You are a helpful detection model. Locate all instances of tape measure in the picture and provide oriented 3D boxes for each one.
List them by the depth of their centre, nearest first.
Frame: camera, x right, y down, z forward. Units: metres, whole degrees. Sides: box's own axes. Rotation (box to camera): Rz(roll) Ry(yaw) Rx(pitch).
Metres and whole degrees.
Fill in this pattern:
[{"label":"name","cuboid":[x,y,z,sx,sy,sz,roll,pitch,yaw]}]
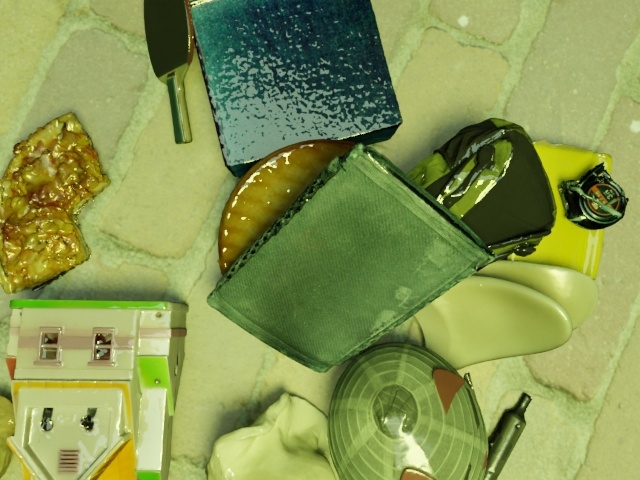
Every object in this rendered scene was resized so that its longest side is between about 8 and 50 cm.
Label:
[{"label":"tape measure","cuboid":[0.423,-0.063,0.784,0.091,0.054,0.094,-26,82,-4]}]

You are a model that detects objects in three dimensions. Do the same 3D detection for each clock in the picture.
[{"label":"clock","cuboid":[-0.333,0.244,0.751,0.235,0.166,0.309,1,79,-2]}]

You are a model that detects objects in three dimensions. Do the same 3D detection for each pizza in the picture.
[{"label":"pizza","cuboid":[-0.436,-0.058,0.801,0.161,0.085,0.305,17,88,-2]}]

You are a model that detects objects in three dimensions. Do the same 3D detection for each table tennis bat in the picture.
[{"label":"table tennis bat","cuboid":[-0.238,-0.293,0.807,0.021,0.154,0.274,-13,100,-40]}]

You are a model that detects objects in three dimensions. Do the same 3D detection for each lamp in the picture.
[{"label":"lamp","cuboid":[0.120,0.275,0.721,0.233,0.233,0.265,10,62,-2]}]

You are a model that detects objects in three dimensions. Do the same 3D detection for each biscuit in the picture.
[{"label":"biscuit","cuboid":[0.000,0.000,0.785,0.318,0.040,0.318,-5,109,-15]}]

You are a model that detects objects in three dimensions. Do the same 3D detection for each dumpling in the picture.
[{"label":"dumpling","cuboid":[-0.046,0.396,0.777,0.243,0.187,0.318,-31,98,-43]}]

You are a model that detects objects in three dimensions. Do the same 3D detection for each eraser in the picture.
[{"label":"eraser","cuboid":[0.389,-0.047,0.843,0.158,0.069,0.226,8,87,1]}]

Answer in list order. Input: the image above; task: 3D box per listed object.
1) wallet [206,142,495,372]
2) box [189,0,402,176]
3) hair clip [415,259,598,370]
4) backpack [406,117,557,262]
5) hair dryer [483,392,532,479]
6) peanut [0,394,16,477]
[{"label":"wallet","cuboid":[0.026,0.042,0.691,0.237,0.075,0.342,34,125,-19]},{"label":"box","cuboid":[-0.042,-0.265,0.812,0.279,0.116,0.261,-14,90,-3]},{"label":"hair clip","cuboid":[0.277,0.114,0.794,0.282,0.113,0.172,-14,103,34]},{"label":"backpack","cuboid":[0.212,-0.042,0.738,0.253,0.140,0.207,-34,115,5]},{"label":"hair dryer","cuboid":[0.260,0.345,0.825,0.195,0.078,0.248,34,76,1]},{"label":"peanut","cuboid":[-0.571,0.357,0.756,0.136,0.120,0.298,44,84,-4]}]
